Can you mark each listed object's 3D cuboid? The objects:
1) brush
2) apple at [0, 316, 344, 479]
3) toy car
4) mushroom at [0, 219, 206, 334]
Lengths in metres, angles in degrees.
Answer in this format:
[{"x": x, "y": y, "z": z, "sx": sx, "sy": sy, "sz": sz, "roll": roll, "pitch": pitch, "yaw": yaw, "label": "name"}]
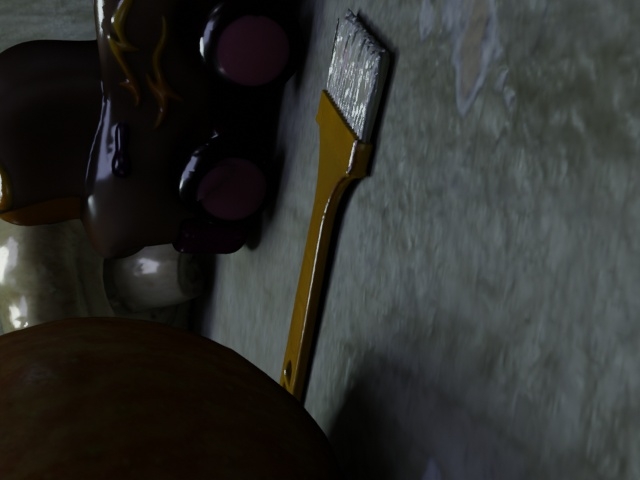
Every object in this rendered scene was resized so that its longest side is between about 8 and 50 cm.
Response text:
[{"x": 0.000, "y": 0.000, "z": 0.664, "sx": 0.103, "sy": 0.013, "sz": 0.272, "roll": -112, "pitch": 31, "yaw": -62, "label": "brush"}, {"x": -0.094, "y": 0.187, "z": 0.547, "sx": 0.277, "sy": 0.250, "sz": 0.309, "roll": -36, "pitch": 70, "yaw": 52, "label": "apple"}, {"x": -0.161, "y": -0.146, "z": 0.888, "sx": 0.271, "sy": 0.240, "sz": 0.340, "roll": -115, "pitch": 31, "yaw": -60, "label": "toy car"}, {"x": -0.227, "y": 0.048, "z": 1.163, "sx": 0.234, "sy": 0.260, "sz": 0.253, "roll": -11, "pitch": 59, "yaw": 37, "label": "mushroom"}]
